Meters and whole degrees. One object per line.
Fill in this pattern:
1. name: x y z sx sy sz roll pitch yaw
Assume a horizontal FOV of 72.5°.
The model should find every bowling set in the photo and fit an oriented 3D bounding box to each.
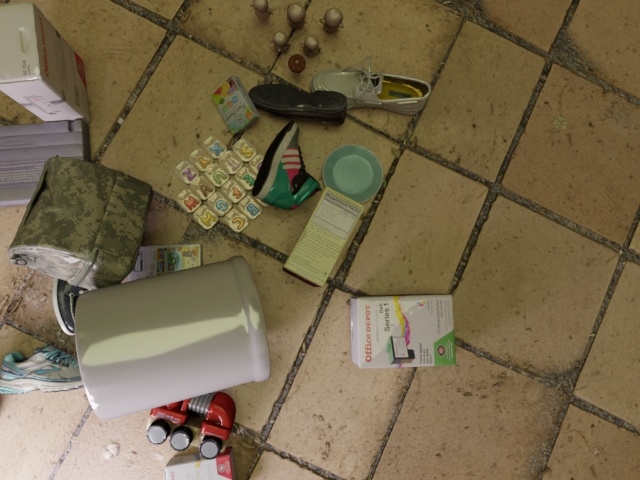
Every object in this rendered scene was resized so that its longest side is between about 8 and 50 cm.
1. bowling set: -0.082 -0.612 1.334 0.288 0.154 0.199 10 102 -5

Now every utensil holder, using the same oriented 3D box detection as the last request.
1. utensil holder: -0.350 0.230 1.074 0.386 0.328 0.326 -11 85 -18

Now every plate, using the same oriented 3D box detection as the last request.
1. plate: 0.099 -0.203 1.347 0.189 0.024 0.187 1 83 -5

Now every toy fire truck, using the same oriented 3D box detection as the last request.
1. toy fire truck: -0.327 0.425 1.195 0.217 0.158 0.246 18 93 -3

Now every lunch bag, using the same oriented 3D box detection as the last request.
1. lunch bag: -0.598 -0.047 1.104 0.256 0.213 0.304 25 53 -33

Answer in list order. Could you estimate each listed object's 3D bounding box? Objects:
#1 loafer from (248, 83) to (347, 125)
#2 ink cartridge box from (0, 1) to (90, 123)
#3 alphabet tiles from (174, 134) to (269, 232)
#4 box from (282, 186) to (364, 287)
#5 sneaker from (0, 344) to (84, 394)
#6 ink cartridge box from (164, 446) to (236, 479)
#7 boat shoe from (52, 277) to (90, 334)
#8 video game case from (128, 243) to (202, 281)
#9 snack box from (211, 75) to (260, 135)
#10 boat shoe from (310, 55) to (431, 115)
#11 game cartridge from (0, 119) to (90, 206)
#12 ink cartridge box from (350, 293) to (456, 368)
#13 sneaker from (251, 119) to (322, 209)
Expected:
1. loafer: -0.070 -0.398 1.317 0.303 0.095 0.108 10 58 11
2. ink cartridge box: -0.742 -0.456 1.167 0.117 0.283 0.207 -9 85 -6
3. alphabet tiles: -0.286 -0.172 1.311 0.284 0.021 0.278 -45 90 -8
4. box: 0.000 0.000 1.220 0.118 0.213 0.242 29 83 -2
5. sneaker: -0.722 0.342 1.175 0.284 0.110 0.122 -2 81 -6
6. ink cartridge box: -0.324 0.653 1.193 0.175 0.072 0.127 -7 85 -6
7. boat shoe: -0.666 0.104 1.201 0.092 0.114 0.301 -9 85 -1
8. video game case: -0.447 0.125 1.263 0.207 0.026 0.226 -2 83 -5
9. snack box: -0.254 -0.401 1.304 0.100 0.037 0.141 -30 88 32
10. boat shoe: 0.156 -0.464 1.313 0.368 0.156 0.135 10 83 -4
11. game cartridge: -0.849 -0.216 1.248 0.356 0.068 0.229 -5 88 -6
12. ink cartridge box: 0.232 0.258 1.263 0.279 0.117 0.201 -1 84 -5
13. sneaker: -0.073 -0.205 1.285 0.179 0.124 0.295 32 57 -25
